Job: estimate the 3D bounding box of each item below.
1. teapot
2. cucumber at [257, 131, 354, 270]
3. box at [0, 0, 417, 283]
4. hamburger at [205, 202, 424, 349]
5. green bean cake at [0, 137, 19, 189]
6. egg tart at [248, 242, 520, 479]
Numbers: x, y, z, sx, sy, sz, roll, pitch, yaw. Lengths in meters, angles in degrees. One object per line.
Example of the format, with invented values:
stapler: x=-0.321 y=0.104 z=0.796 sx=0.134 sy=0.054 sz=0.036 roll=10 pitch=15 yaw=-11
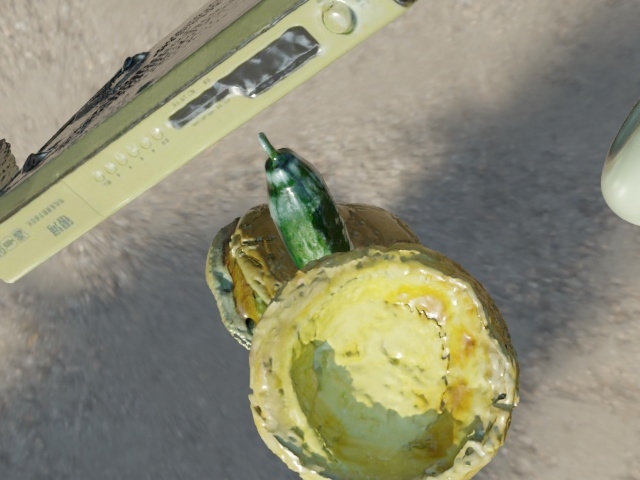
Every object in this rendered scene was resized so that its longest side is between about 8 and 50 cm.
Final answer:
teapot: x=0.414 y=-0.082 z=1.521 sx=0.149 sy=0.318 sz=0.220 roll=29 pitch=124 yaw=0
cucumber: x=0.000 y=0.000 z=1.128 sx=0.056 sy=0.056 sz=0.250 roll=-30 pitch=131 yaw=-9
box: x=-0.039 y=-0.097 z=0.649 sx=0.045 sy=0.270 sz=0.211 roll=49 pitch=38 yaw=-14
hamburger: x=0.011 y=0.046 z=1.691 sx=0.285 sy=0.134 sz=0.265 roll=1 pitch=51 yaw=-34
green bean cake: x=-0.389 y=-0.025 z=1.374 sx=0.094 sy=0.181 sz=0.173 roll=28 pitch=72 yaw=2
egg tart: x=0.048 y=0.103 z=1.037 sx=0.213 sy=0.090 sz=0.212 roll=1 pitch=82 yaw=-10
